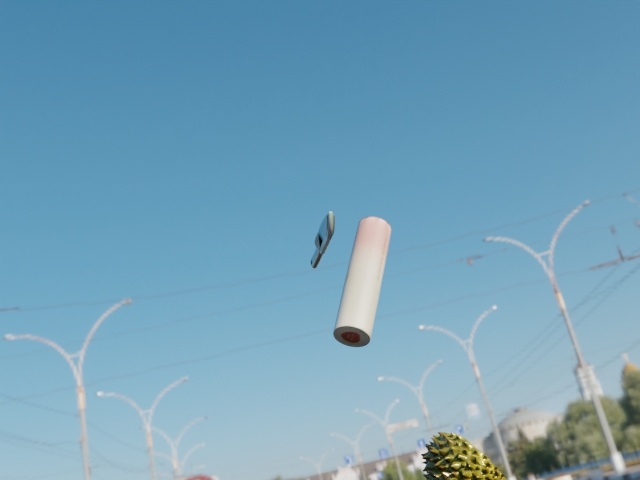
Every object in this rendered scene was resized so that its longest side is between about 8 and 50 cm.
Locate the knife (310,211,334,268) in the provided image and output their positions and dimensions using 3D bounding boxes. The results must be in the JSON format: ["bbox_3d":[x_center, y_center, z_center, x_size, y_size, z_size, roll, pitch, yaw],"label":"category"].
[{"bbox_3d":[0.000,-0.001,1.837,0.027,0.061,0.343,-3,-15,-8],"label":"knife"}]

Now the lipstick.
[{"bbox_3d":[0.102,0.092,1.866,0.087,0.327,0.087,9,-39,7],"label":"lipstick"}]

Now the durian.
[{"bbox_3d":[0.318,0.538,1.836,0.166,0.172,0.306,12,-23,-13],"label":"durian"}]
